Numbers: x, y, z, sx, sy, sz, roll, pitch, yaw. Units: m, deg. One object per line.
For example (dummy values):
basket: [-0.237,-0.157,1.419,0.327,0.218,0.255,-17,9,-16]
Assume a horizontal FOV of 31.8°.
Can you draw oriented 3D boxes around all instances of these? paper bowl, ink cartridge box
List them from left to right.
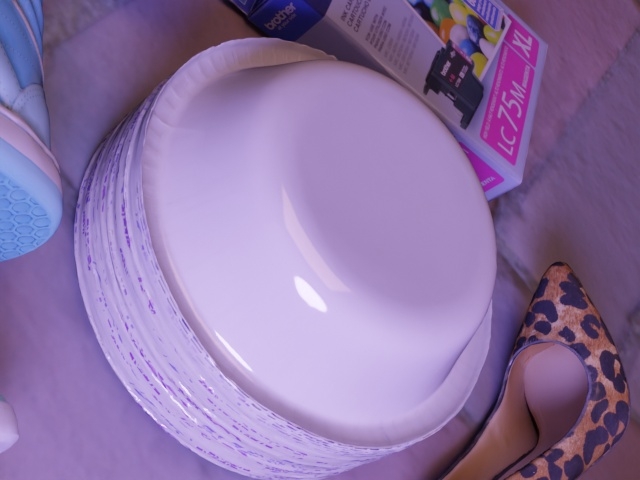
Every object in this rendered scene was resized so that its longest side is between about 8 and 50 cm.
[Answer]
paper bowl: [0.000,0.000,0.722,0.284,0.148,0.284,21,54,-32]
ink cartridge box: [0.058,-0.189,0.936,0.311,0.065,0.186,35,48,-20]

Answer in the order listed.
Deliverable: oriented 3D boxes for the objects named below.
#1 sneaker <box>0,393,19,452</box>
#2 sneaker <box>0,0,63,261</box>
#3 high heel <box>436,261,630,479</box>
sneaker: [-0.254,0.018,0.526,0.256,0.094,0.151,22,52,-33]
sneaker: [-0.236,-0.141,0.545,0.319,0.127,0.208,64,14,-57]
high heel: [0.137,0.120,0.810,0.186,0.093,0.261,22,64,-39]
